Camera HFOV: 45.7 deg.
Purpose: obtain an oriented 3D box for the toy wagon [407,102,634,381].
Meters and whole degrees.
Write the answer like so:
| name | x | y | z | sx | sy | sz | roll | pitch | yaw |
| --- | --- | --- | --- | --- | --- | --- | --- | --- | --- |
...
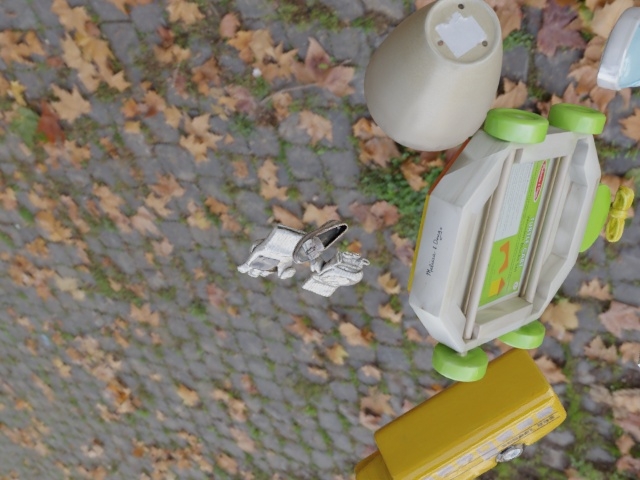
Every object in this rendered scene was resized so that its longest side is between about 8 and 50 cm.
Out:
| name | x | y | z | sx | sy | sz | roll | pitch | yaw |
| --- | --- | --- | --- | --- | --- | --- | --- | --- | --- |
| toy wagon | 0.223 | -0.009 | 0.800 | 0.068 | 0.344 | 0.267 | 27 | 118 | 38 |

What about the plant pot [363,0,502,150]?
| name | x | y | z | sx | sy | sz | roll | pitch | yaw |
| --- | --- | --- | --- | --- | --- | --- | --- | --- | --- |
| plant pot | 0.222 | -0.319 | 1.364 | 0.256 | 0.256 | 0.274 | 38 | 171 | 2 |

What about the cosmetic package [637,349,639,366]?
| name | x | y | z | sx | sy | sz | roll | pitch | yaw |
| --- | --- | --- | --- | --- | --- | --- | --- | --- | --- |
| cosmetic package | 0.632 | 0.157 | 1.147 | 0.377 | 0.285 | 0.097 | 40 | 146 | -24 |

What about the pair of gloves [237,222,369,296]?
| name | x | y | z | sx | sy | sz | roll | pitch | yaw |
| --- | --- | --- | --- | --- | --- | --- | --- | --- | --- |
| pair of gloves | -0.033 | 0.055 | 1.584 | 0.240 | 0.042 | 0.204 | 22 | 148 | -23 |

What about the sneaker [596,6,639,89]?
| name | x | y | z | sx | sy | sz | roll | pitch | yaw |
| --- | --- | --- | --- | --- | --- | --- | --- | --- | --- |
| sneaker | 0.601 | -0.326 | 1.298 | 0.150 | 0.365 | 0.135 | 24 | 124 | 34 |

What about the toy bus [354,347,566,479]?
| name | x | y | z | sx | sy | sz | roll | pitch | yaw |
| --- | --- | --- | --- | --- | --- | --- | --- | --- | --- |
| toy bus | 0.201 | 0.301 | 1.155 | 0.332 | 0.108 | 0.130 | -33 | 139 | 7 |

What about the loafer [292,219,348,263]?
| name | x | y | z | sx | sy | sz | roll | pitch | yaw |
| --- | --- | --- | --- | --- | --- | --- | --- | --- | --- |
| loafer | 0.000 | 0.000 | 1.413 | 0.039 | 0.125 | 0.045 | 2 | 125 | 53 |
